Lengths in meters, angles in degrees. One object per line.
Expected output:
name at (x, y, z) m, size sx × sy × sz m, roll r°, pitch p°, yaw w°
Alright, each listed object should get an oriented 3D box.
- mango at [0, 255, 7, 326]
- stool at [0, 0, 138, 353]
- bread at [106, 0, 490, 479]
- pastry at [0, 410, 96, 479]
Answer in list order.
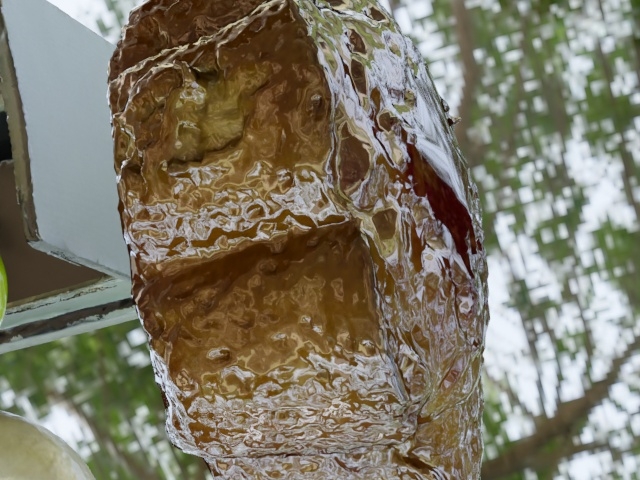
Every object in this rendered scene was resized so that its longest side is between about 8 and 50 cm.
mango at (-0.204, 0.039, 0.972) m, size 0.073 × 0.108 × 0.056 m, roll 34°, pitch -151°, yaw 31°
stool at (-0.242, -0.026, 1.121) m, size 0.244 × 0.170 × 0.270 m, roll -15°, pitch 168°, yaw 13°
bread at (-0.003, -0.012, 0.752) m, size 0.135 × 0.232 × 0.246 m, roll -12°, pitch -128°, yaw 8°
pastry at (-0.203, 0.177, 1.112) m, size 0.156 × 0.156 × 0.092 m, roll -14°, pitch -150°, yaw 10°
